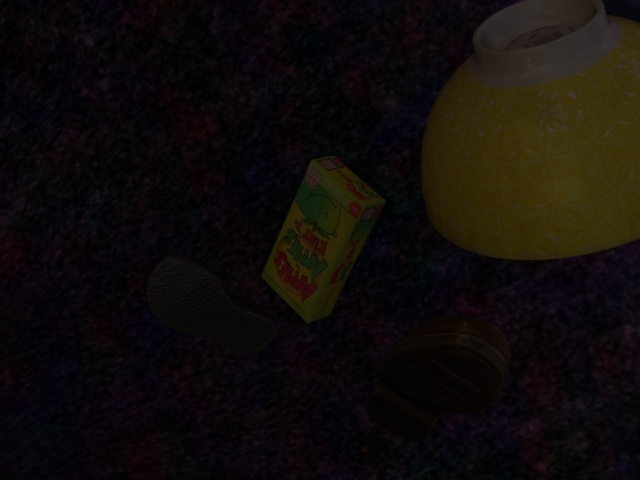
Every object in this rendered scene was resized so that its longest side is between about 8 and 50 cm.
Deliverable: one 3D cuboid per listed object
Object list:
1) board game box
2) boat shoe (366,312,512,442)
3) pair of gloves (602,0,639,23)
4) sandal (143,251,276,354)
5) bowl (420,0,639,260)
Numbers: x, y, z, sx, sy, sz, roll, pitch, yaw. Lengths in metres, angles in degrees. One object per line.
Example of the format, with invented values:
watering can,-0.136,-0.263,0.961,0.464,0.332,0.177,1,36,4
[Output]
board game box,0.000,0.000,1.188,0.043,0.181,0.092,-16,50,-46
boat shoe,0.126,0.125,1.061,0.110,0.307,0.104,34,65,-1
pair of gloves,0.412,-0.301,1.253,0.159,0.198,0.023,20,88,-8
sandal,-0.158,0.088,1.361,0.254,0.097,0.054,44,9,-49
bowl,0.213,-0.129,0.897,0.289,0.289,0.156,-47,129,-37
